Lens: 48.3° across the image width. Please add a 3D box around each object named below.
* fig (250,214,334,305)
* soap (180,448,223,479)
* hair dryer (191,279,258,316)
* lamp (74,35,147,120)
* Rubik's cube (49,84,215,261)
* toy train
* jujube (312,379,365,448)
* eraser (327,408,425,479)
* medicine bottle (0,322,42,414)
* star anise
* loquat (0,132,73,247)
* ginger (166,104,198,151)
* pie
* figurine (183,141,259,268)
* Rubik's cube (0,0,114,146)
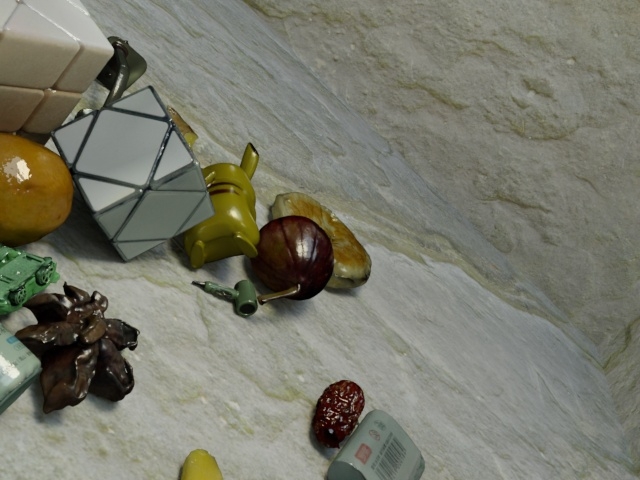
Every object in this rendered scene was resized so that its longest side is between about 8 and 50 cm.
[{"bbox_3d":[-0.050,0.062,1.606,0.204,0.186,0.249,52,7,-34],"label":"fig"},{"bbox_3d":[-0.182,0.402,1.092,0.089,0.033,0.168,39,26,-22],"label":"soap"},{"bbox_3d":[-0.203,0.107,1.495,0.150,0.047,0.071,19,32,-28],"label":"hair dryer"},{"bbox_3d":[-0.440,-0.322,1.643,0.203,0.124,0.283,40,27,-38],"label":"lamp"},{"bbox_3d":[-0.338,-0.120,1.318,0.205,0.207,0.205,58,-13,22],"label":"Rubik's cube"},{"bbox_3d":[-0.465,0.062,1.087,0.099,0.081,0.149,18,36,7],"label":"toy train"},{"bbox_3d":[0.034,0.344,1.446,0.104,0.104,0.166,49,27,3],"label":"jujube"},{"bbox_3d":[0.118,0.460,1.431,0.174,0.081,0.227,53,24,3],"label":"eraser"},{"bbox_3d":[-0.459,0.150,0.904,0.168,0.135,0.135,44,25,-3],"label":"medicine bottle"},{"bbox_3d":[-0.356,0.160,1.072,0.214,0.099,0.220,52,22,-22],"label":"star anise"},{"bbox_3d":[-0.499,-0.084,1.144,0.234,0.176,0.187,-10,77,-58],"label":"loquat"},{"bbox_3d":[-0.351,-0.284,1.817,0.057,0.044,0.137,-15,62,-42],"label":"ginger"},{"bbox_3d":[0.000,0.000,1.925,0.339,0.077,0.339,33,28,-20],"label":"pie"},{"bbox_3d":[-0.232,-0.079,1.572,0.327,0.218,0.169,-101,-178,-59],"label":"figurine"},{"bbox_3d":[-0.600,-0.327,1.160,0.322,0.316,0.318,54,25,12],"label":"Rubik's cube"}]
